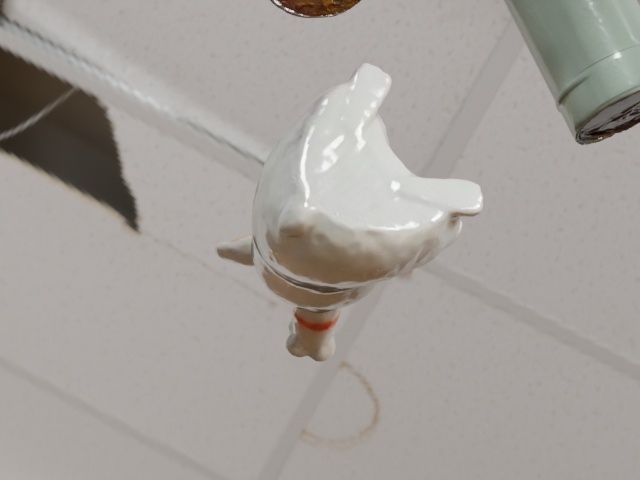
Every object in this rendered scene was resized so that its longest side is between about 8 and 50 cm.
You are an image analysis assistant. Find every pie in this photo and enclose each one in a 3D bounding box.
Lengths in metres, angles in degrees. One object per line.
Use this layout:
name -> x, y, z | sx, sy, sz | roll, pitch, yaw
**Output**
pie -> 0.026, -0.301, 1.366 | 0.191, 0.033, 0.088 | -35, -82, 15

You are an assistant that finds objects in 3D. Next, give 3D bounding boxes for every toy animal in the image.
toy animal -> 0.011, -0.011, 0.916 | 0.140, 0.138, 0.282 | 46, -15, 6

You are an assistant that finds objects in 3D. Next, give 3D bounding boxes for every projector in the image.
projector -> 0.206, -0.256, 1.149 | 0.108, 0.108, 0.337 | -36, -111, 39
